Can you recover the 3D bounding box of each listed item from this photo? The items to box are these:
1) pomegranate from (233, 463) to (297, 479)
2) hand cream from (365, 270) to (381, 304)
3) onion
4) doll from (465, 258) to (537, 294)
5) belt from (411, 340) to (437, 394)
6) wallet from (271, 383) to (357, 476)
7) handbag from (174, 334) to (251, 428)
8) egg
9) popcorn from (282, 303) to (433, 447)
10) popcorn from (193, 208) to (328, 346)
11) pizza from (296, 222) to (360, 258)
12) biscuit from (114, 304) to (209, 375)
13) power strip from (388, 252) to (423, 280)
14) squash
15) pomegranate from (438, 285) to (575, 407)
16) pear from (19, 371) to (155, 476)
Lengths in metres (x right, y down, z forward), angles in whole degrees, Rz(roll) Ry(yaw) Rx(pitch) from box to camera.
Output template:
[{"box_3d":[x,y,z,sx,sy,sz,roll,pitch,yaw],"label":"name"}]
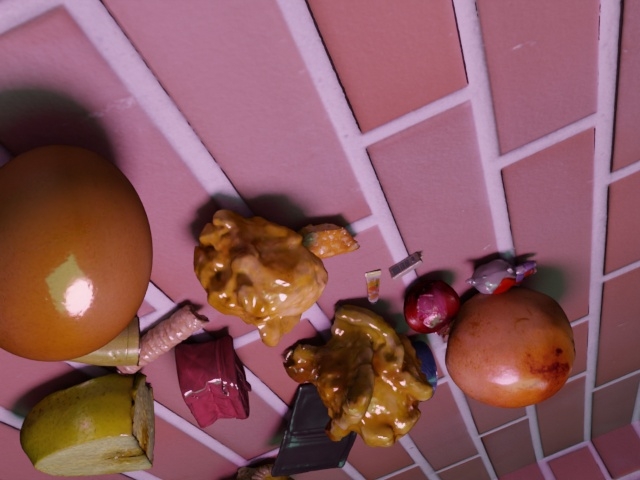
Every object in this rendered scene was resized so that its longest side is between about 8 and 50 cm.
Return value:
[{"box_3d":[-0.194,0.790,2.094,0.260,0.260,0.340,12,163,-37],"label":"pomegranate"},{"box_3d":[0.112,0.100,1.497,0.035,0.022,0.102,-8,140,-4],"label":"hand cream"},{"box_3d":[0.242,0.147,1.540,0.131,0.131,0.131,-14,144,-10],"label":"onion"},{"box_3d":[0.400,0.081,1.569,0.227,0.075,0.102,-5,153,-37],"label":"doll"},{"box_3d":[0.232,0.334,1.764,0.082,0.141,0.190,-8,144,-15],"label":"belt"},{"box_3d":[0.010,0.507,1.898,0.247,0.041,0.323,1,120,-31],"label":"wallet"},{"box_3d":[-0.220,0.298,1.485,0.135,0.146,0.225,-11,145,-4],"label":"handbag"},{"box_3d":[-0.353,0.018,0.950,0.250,0.250,0.322,0,131,-27],"label":"egg"},{"box_3d":[0.104,0.292,1.553,0.290,0.326,0.321,-8,-176,-27],"label":"popcorn"},{"box_3d":[-0.094,0.055,1.181,0.190,0.191,0.253,-30,145,13],"label":"popcorn"},{"box_3d":[0.000,-0.001,1.291,0.160,0.036,0.099,-8,143,-19],"label":"pizza"},{"box_3d":[-0.314,0.197,1.376,0.219,0.055,0.061,-35,128,20],"label":"biscuit"},{"box_3d":[0.179,0.053,1.461,0.083,0.027,0.017,-34,142,16],"label":"power strip"},{"box_3d":[-0.439,0.179,1.281,0.224,0.094,0.094,6,137,-21],"label":"squash"},{"box_3d":[0.426,0.246,1.642,0.319,0.319,0.319,-14,144,-10],"label":"pomegranate"},{"box_3d":[-0.478,0.383,1.455,0.292,0.159,0.292,-11,150,-6],"label":"pear"}]
